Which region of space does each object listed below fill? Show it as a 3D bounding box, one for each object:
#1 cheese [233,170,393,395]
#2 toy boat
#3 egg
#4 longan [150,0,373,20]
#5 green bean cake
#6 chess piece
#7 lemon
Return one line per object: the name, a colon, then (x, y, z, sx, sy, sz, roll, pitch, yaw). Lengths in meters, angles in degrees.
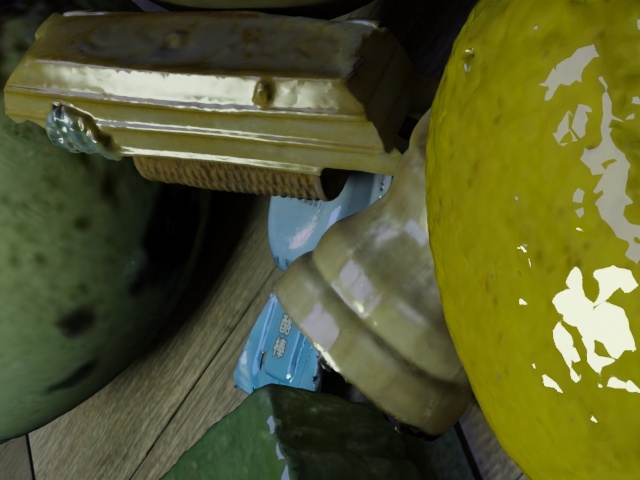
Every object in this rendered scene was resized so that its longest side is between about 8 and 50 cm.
cheese: (0.000, 0.000, 1.078, 0.135, 0.052, 0.244, 19, 92, 60)
toy boat: (-0.061, -0.084, 1.006, 0.310, 0.115, 0.089, 4, 47, 20)
egg: (-0.271, -0.018, 1.235, 0.428, 0.345, 0.345, -63, 33, 19)
longan: (-0.032, -0.290, 1.021, 0.319, 0.319, 0.319, -31, 52, 48)
green bean cake: (-0.023, 0.230, 0.944, 0.222, 0.125, 0.227, -43, 44, 36)
chess piece: (0.113, -0.038, 0.876, 0.301, 0.137, 0.137, -50, 37, 13)
lemon: (0.175, -0.004, 0.609, 0.268, 0.268, 0.321, -26, 77, 50)
